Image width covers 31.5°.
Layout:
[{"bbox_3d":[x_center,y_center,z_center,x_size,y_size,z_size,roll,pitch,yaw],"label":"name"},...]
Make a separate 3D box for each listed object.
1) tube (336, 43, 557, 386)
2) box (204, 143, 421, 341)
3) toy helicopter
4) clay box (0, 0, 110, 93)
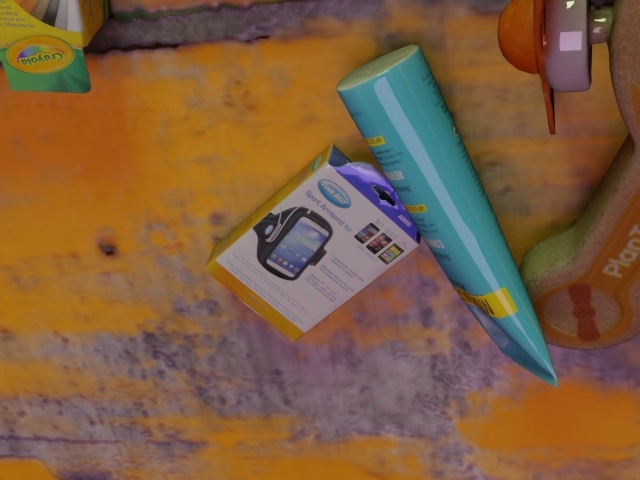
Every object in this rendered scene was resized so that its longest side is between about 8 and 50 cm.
[{"bbox_3d":[0.079,-0.011,0.657,0.052,0.080,0.207,-30,105,-3],"label":"tube"},{"bbox_3d":[0.000,0.000,0.719,0.081,0.028,0.136,41,119,-17],"label":"box"},{"bbox_3d":[0.178,-0.055,0.588,0.234,0.140,0.355,14,139,-7],"label":"toy helicopter"},{"bbox_3d":[-0.190,-0.188,0.608,0.127,0.053,0.222,4,126,8],"label":"clay box"}]
